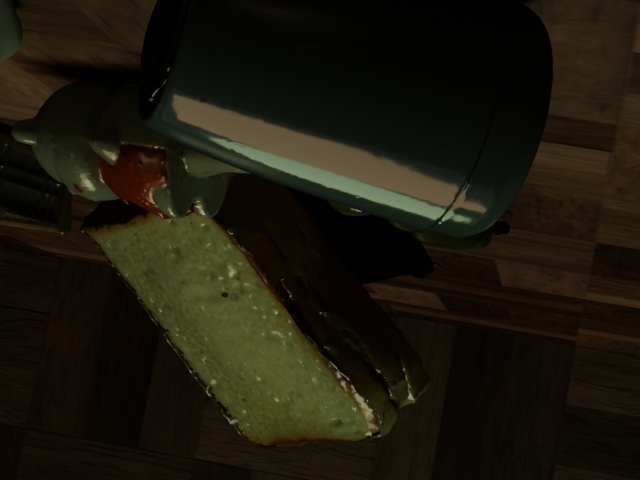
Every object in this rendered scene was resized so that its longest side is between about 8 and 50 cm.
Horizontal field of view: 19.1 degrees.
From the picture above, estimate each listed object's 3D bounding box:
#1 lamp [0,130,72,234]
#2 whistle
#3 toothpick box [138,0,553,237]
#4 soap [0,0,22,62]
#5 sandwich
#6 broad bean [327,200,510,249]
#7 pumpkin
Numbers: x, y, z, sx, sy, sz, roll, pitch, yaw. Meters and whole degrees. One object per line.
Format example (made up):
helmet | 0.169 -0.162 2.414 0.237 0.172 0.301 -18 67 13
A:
lamp | -0.351 -0.076 1.768 0.090 0.089 0.325 7 173 30
whistle | -0.117 -0.068 1.381 0.253 0.105 0.101 6 -146 30
toothpick box | 0.008 -0.079 0.912 0.184 0.120 0.120 16 173 -16
soap | -0.281 -0.120 1.034 0.208 0.115 0.347 10 174 -4
sandwich | -0.061 0.056 1.752 0.301 0.099 0.271 53 148 -16
broad bean | 0.094 -0.022 1.704 0.214 0.048 0.070 16 172 -41
pumpkin | -0.002 -0.004 1.897 0.163 0.111 0.278 -7 180 -39
